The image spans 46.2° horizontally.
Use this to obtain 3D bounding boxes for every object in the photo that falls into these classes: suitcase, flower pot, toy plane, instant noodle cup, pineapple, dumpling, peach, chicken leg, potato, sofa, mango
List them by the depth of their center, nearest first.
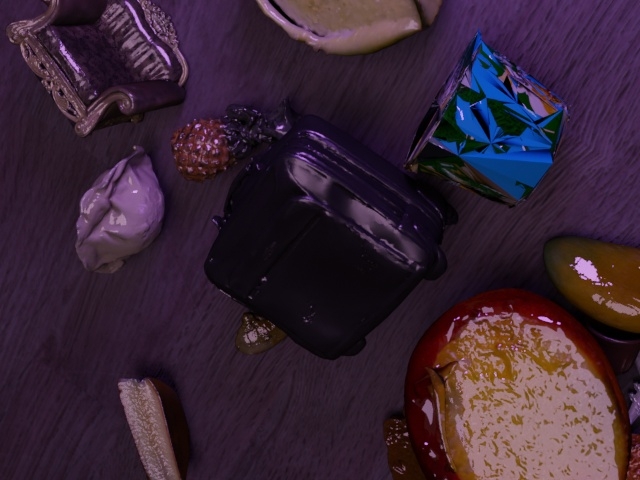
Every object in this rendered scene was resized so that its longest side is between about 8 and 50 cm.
[{"bbox_3d":[0.257,-0.170,1.140,0.178,0.240,0.240,28,113,-2],"label":"instant noodle cup"},{"bbox_3d":[0.030,-0.462,1.141,0.280,0.213,0.330,-10,117,36],"label":"potato"},{"bbox_3d":[0.469,0.072,1.198,0.237,0.137,0.091,13,153,17],"label":"mango"},{"bbox_3d":[0.308,0.284,1.203,0.335,0.310,0.406,-23,84,4],"label":"peach"},{"bbox_3d":[0.000,0.000,1.216,0.339,0.188,0.345,34,132,-7],"label":"suitcase"},{"bbox_3d":[0.486,0.168,1.239,0.111,0.111,0.089,6,122,15],"label":"flower pot"},{"bbox_3d":[0.574,0.257,1.257,0.162,0.065,0.171,-32,100,34],"label":"toy plane"},{"bbox_3d":[-0.365,-0.324,1.284,0.182,0.200,0.258,-33,94,25],"label":"sofa"},{"bbox_3d":[-0.139,-0.180,1.316,0.237,0.111,0.119,-18,131,16],"label":"pineapple"},{"bbox_3d":[-0.377,-0.046,1.377,0.147,0.193,0.258,24,115,13],"label":"dumpling"},{"bbox_3d":[-0.087,0.154,1.421,0.178,0.070,0.093,-26,116,14],"label":"chicken leg"}]

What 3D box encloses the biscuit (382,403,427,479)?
[{"bbox_3d":[0.225,0.400,1.416,0.208,0.041,0.290,-16,101,20],"label":"biscuit"}]

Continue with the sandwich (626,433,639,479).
[{"bbox_3d":[0.525,0.406,1.308,0.235,0.079,0.159,-11,102,18],"label":"sandwich"}]

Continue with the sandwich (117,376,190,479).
[{"bbox_3d":[-0.337,0.387,1.555,0.094,0.096,0.258,-10,102,13],"label":"sandwich"}]
